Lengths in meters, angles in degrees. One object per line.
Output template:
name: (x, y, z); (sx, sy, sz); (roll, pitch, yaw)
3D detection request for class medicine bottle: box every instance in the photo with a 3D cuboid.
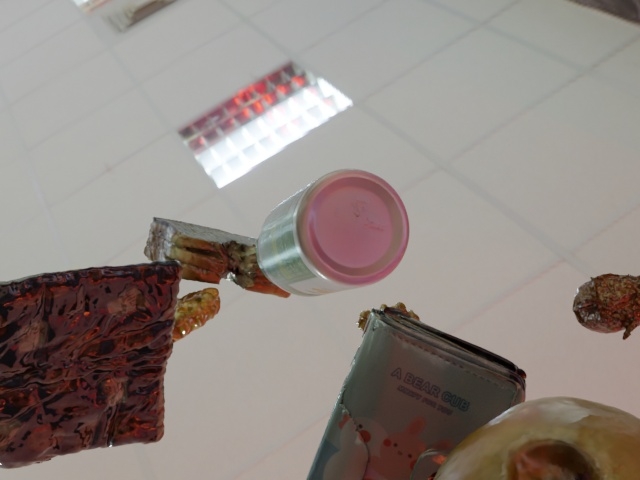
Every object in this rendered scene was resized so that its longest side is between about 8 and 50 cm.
medicine bottle: (0.000, 0.000, 1.064); (0.133, 0.133, 0.274); (-41, -174, -16)

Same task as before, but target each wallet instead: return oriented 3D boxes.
wallet: (0.088, 0.213, 0.894); (0.176, 0.250, 0.075); (23, -169, 8)

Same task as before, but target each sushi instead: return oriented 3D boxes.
sushi: (0.270, 0.054, 0.776); (0.118, 0.061, 0.060); (-16, 168, -33)

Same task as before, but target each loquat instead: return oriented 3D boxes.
loquat: (0.177, 0.212, 0.607); (0.213, 0.213, 0.213); (-17, -142, 14)

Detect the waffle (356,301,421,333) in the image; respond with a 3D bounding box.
waffle: (0.128, 0.213, 1.633); (0.149, 0.194, 0.051); (-15, -163, -9)

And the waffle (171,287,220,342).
waffle: (-0.304, 0.166, 1.590); (0.283, 0.065, 0.309); (-25, -176, 9)

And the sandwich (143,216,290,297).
sandwich: (-0.185, 0.035, 1.703); (0.249, 0.273, 0.095); (19, -84, 67)

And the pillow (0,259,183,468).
pillow: (-0.237, 0.126, 0.863); (0.189, 0.256, 0.034); (-5, -141, -26)
